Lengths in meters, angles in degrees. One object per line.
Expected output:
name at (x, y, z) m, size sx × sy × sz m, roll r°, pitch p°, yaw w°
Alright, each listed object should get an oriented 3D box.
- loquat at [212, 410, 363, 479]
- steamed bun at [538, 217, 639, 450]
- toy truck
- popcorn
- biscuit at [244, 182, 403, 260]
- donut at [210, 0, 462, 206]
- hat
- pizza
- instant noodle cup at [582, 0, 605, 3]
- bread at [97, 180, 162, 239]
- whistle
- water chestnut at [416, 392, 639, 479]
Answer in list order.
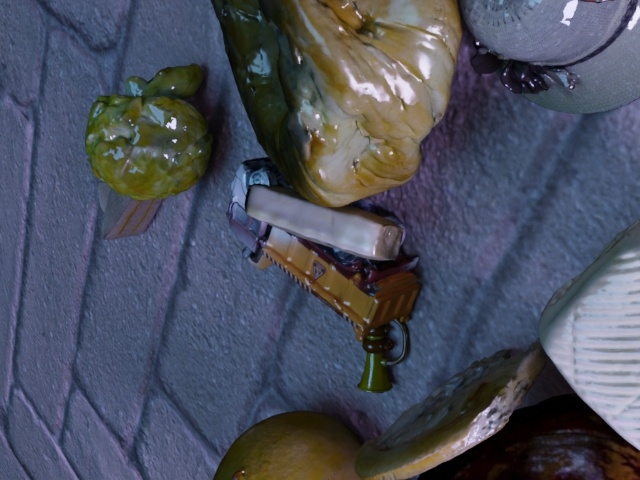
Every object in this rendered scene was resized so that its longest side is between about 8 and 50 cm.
loquat at (-0.043, 0.345, 1.066) m, size 0.244 × 0.244 × 0.243 m, roll 18°, pitch 115°, yaw 43°
steamed bun at (0.319, 0.089, 0.669) m, size 0.239 × 0.153 × 0.170 m, roll 39°, pitch 123°, yaw 13°
toy truck at (0.000, 0.000, 1.003) m, size 0.270 × 0.114 × 0.135 m, roll 37°, pitch 122°, yaw 30°
popcorn at (-0.240, -0.162, 1.173) m, size 0.198 × 0.198 × 0.212 m, roll 6°, pitch 81°, yaw 46°
biscuit at (-0.001, -0.023, 0.891) m, size 0.188 × 0.056 × 0.052 m, roll 18°, pitch 94°, yaw 30°
donut at (0.004, -0.210, 0.822) m, size 0.360 × 0.170 × 0.360 m, roll 161°, pitch 90°, yaw -75°
hat at (0.194, -0.233, 0.701) m, size 0.257 × 0.130 × 0.257 m, roll 18°, pitch 115°, yaw 43°
pizza at (0.148, 0.154, 0.790) m, size 0.034 × 0.262 × 0.181 m, roll 56°, pitch 154°, yaw 1°
instant noodle cup at (0.214, -0.316, 0.581) m, size 0.274 × 0.091 × 0.273 m, roll -5°, pitch 77°, yaw 22°
bread at (-0.301, -0.055, 1.324) m, size 0.152 × 0.077 × 0.105 m, roll 2°, pitch 100°, yaw 50°
whistle at (0.077, 0.140, 1.016) m, size 0.057 × 0.046 × 0.109 m, roll 25°, pitch 115°, yaw 57°
water chestnut at (0.215, 0.273, 0.759) m, size 0.244 × 0.289 × 0.289 m, roll 43°, pitch 131°, yaw 42°
